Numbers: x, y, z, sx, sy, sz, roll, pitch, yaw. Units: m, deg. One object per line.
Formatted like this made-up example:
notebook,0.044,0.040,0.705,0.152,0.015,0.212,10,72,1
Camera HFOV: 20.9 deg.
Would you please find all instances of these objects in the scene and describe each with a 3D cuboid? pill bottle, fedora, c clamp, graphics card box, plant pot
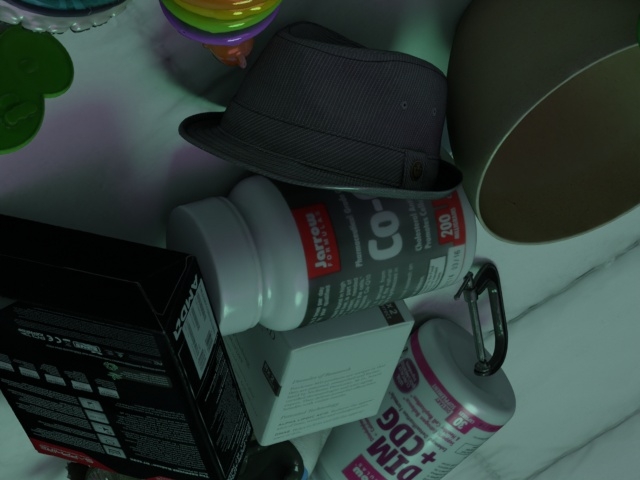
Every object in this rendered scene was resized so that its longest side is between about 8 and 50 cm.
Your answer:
pill bottle,0.000,0.000,1.754,0.283,0.161,0.161,-15,146,-24
fedora,0.017,-0.125,1.579,0.275,0.243,0.124,6,105,-42
c clamp,0.194,0.099,2.094,0.022,0.137,0.161,-1,120,26
graphics card box,-0.210,0.120,1.707,0.232,0.094,0.371,12,151,15
plant pot,0.234,-0.159,1.691,0.284,0.191,0.284,-20,147,-14
pill bottle,0.094,0.243,2.176,0.283,0.160,0.160,-44,146,22

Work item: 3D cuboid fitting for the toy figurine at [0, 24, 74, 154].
toy figurine,-0.308,-0.095,1.450,0.173,0.130,0.159,-32,174,-47

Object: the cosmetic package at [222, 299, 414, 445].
cosmetic package,-0.012,0.101,1.899,0.151,0.151,0.184,-13,144,-24

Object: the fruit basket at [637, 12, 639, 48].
fruit basket,0.440,-0.262,1.522,0.392,0.392,0.283,-39,147,15

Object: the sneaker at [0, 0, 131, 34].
sneaker,-0.242,-0.229,1.296,0.275,0.107,0.110,7,124,-45

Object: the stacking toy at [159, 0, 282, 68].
stacking toy,-0.079,-0.225,1.412,0.165,0.175,0.302,-27,163,-14

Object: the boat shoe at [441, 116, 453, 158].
boat shoe,0.133,-0.100,1.849,0.035,0.035,0.100,-37,158,-48

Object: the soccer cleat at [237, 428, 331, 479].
soccer cleat,-0.100,0.310,2.165,0.331,0.116,0.143,-40,-179,37

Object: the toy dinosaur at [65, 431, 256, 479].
toy dinosaur,-0.181,0.233,2.015,0.313,0.121,0.160,-25,161,-17
